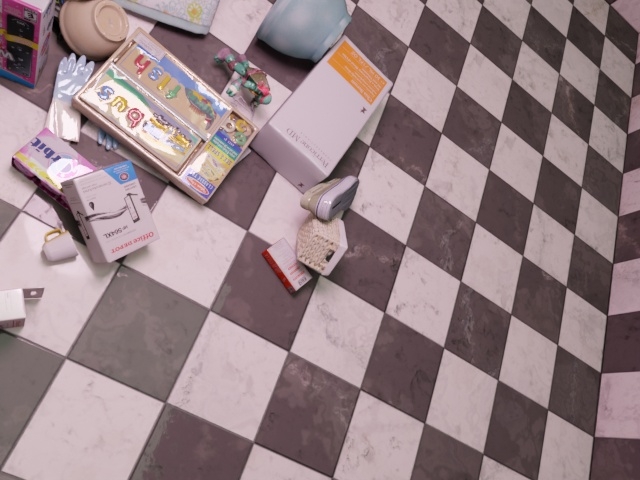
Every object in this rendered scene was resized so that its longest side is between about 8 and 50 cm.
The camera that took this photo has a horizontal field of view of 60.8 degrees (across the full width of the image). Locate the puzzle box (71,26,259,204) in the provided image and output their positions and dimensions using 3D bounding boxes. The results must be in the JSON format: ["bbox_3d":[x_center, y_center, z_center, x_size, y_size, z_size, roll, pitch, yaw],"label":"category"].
[{"bbox_3d":[-0.393,-0.322,1.431,0.409,0.052,0.272,38,68,-18],"label":"puzzle box"}]

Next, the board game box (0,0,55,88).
[{"bbox_3d":[-0.715,-0.486,1.188,0.224,0.303,0.098,19,67,-24],"label":"board game box"}]

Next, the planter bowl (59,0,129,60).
[{"bbox_3d":[-0.555,-0.546,1.380,0.162,0.109,0.162,-5,96,-54],"label":"planter bowl"}]

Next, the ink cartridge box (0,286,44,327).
[{"bbox_3d":[-0.679,0.147,1.127,0.198,0.115,0.067,-6,77,-31],"label":"ink cartridge box"}]

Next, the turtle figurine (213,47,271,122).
[{"bbox_3d":[-0.204,-0.444,1.562,0.234,0.118,0.175,58,10,19],"label":"turtle figurine"}]

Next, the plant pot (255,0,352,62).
[{"bbox_3d":[-0.029,-0.668,1.646,0.196,0.293,0.293,39,60,-13],"label":"plant pot"}]

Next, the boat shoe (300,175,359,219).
[{"bbox_3d":[0.035,-0.140,1.597,0.094,0.109,0.302,24,21,13],"label":"boat shoe"}]

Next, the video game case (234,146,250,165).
[{"bbox_3d":[-0.315,-0.261,1.522,0.173,0.022,0.190,48,59,-10],"label":"video game case"}]

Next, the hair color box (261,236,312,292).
[{"bbox_3d":[-0.094,0.070,1.536,0.072,0.043,0.141,-37,94,-33],"label":"hair color box"}]

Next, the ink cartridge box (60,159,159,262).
[{"bbox_3d":[-0.487,-0.067,1.277,0.148,0.085,0.203,-32,112,-41],"label":"ink cartridge box"}]

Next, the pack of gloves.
[{"bbox_3d":[-0.578,-0.349,1.394,0.195,0.046,0.232,13,78,-28],"label":"pack of gloves"}]

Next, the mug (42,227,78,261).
[{"bbox_3d":[-0.603,0.015,1.257,0.064,0.078,0.062,-26,121,-25],"label":"mug"}]

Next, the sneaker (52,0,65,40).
[{"bbox_3d":[-0.687,-0.589,1.377,0.078,0.067,0.188,-40,100,-39],"label":"sneaker"}]

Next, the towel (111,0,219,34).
[{"bbox_3d":[-0.427,-0.754,1.439,0.374,0.321,0.090,11,39,-27],"label":"towel"}]

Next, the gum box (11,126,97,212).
[{"bbox_3d":[-0.612,-0.159,1.292,0.188,0.062,0.107,41,59,-14],"label":"gum box"}]

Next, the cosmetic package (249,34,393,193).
[{"bbox_3d":[0.011,-0.391,1.669,0.230,0.161,0.453,41,60,-14],"label":"cosmetic package"}]

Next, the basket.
[{"bbox_3d":[0.000,0.000,1.532,0.103,0.113,0.167,27,24,-17],"label":"basket"}]
